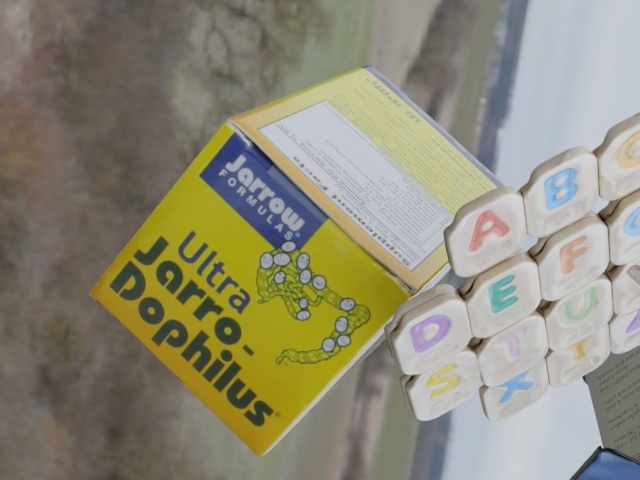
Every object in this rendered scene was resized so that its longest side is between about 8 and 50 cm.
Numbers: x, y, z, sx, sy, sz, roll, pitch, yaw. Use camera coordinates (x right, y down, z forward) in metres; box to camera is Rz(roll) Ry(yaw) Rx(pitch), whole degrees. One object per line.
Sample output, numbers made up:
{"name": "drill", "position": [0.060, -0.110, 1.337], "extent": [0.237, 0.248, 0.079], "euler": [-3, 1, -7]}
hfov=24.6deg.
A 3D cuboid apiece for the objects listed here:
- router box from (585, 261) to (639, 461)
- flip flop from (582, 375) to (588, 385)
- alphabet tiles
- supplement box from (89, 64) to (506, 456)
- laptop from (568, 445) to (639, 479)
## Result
{"name": "router box", "position": [0.376, 0.056, 1.340], "extent": [0.335, 0.082, 0.301], "euler": [-47, -140, 43]}
{"name": "flip flop", "position": [0.425, 0.102, 1.675], "extent": [0.112, 0.277, 0.080], "euler": [72, 4, -49]}
{"name": "alphabet tiles", "position": [0.181, 0.031, 1.052], "extent": [0.021, 0.284, 0.278], "euler": [57, -9, 36]}
{"name": "supplement box", "position": [0.000, 0.000, 1.257], "extent": [0.195, 0.194, 0.356], "euler": [-49, 174, 23]}
{"name": "laptop", "position": [0.349, 0.418, 1.279], "extent": [0.382, 0.236, 0.407], "euler": [104, -21, -62]}
